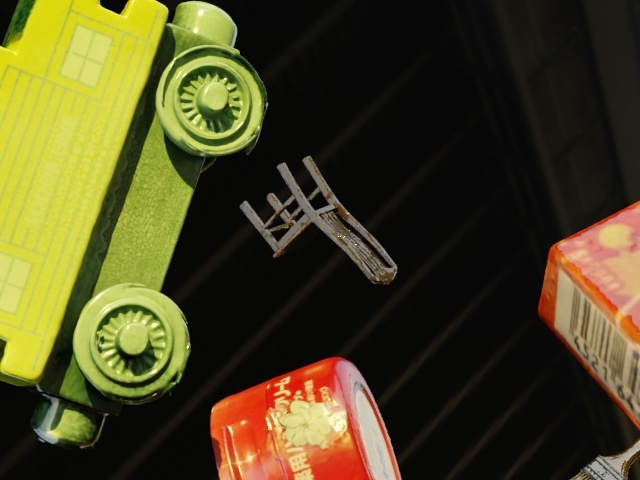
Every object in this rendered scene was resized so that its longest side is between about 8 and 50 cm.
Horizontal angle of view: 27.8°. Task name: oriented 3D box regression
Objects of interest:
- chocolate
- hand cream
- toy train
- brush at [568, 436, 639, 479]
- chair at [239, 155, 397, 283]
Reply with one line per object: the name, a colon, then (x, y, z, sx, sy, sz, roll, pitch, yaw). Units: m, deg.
chocolate: (0.336, 0.051, 1.083, 0.235, 0.237, 0.108, -25, -49, -10)
hand cream: (-0.004, 0.241, 1.313, 0.149, 0.230, 0.230, -19, -40, 6)
toy train: (-0.228, -0.042, 1.188, 0.272, 0.179, 0.442, 21, -103, -16)
brush: (0.308, 0.215, 1.288, 0.170, 0.043, 0.014, -36, -40, -13)
chair: (0.000, 0.000, 1.742, 0.101, 0.212, 0.084, -44, -12, 31)
